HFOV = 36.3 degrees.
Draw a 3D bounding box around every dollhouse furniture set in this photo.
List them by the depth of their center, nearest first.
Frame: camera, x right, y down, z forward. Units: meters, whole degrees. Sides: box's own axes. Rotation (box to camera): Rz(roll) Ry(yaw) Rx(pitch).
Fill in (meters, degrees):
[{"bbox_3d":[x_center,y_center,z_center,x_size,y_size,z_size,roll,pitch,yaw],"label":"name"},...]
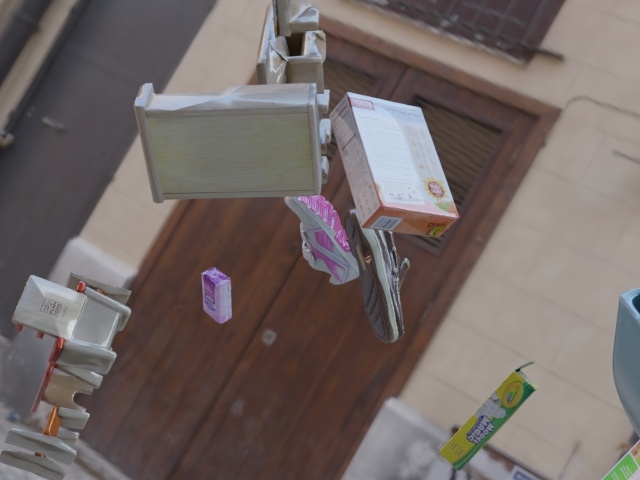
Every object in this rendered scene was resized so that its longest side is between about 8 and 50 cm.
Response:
[{"bbox_3d":[-0.356,0.154,1.322,0.135,0.262,0.259,21,-38,-12],"label":"dollhouse furniture set"},{"bbox_3d":[-0.123,-0.242,1.565,0.257,0.362,0.394,-1,38,3],"label":"dollhouse furniture set"}]

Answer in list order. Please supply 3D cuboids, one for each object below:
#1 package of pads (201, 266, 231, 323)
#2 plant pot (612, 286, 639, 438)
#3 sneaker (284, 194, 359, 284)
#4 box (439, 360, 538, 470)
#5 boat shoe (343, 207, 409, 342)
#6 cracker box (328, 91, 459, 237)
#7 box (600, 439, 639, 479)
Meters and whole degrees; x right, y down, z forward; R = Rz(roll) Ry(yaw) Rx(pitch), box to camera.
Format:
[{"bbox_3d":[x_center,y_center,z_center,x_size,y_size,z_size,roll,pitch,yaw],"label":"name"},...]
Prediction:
[{"bbox_3d":[-0.171,0.091,1.616,0.032,0.083,0.050,-26,43,-36],"label":"package of pads"},{"bbox_3d":[0.542,0.214,1.307,0.247,0.248,0.252,-114,-163,-44],"label":"plant pot"},{"bbox_3d":[0.000,0.000,2.054,0.252,0.111,0.103,50,20,-11],"label":"sneaker"},{"bbox_3d":[0.247,0.242,1.374,0.043,0.179,0.105,41,6,16],"label":"box"},{"bbox_3d":[0.124,0.056,1.791,0.095,0.257,0.095,-10,-12,-20],"label":"boat shoe"},{"bbox_3d":[0.117,-0.123,1.587,0.156,0.067,0.232,7,54,-32],"label":"cracker box"},{"bbox_3d":[0.696,0.587,2.051,0.127,0.231,0.262,33,18,-19],"label":"box"}]
